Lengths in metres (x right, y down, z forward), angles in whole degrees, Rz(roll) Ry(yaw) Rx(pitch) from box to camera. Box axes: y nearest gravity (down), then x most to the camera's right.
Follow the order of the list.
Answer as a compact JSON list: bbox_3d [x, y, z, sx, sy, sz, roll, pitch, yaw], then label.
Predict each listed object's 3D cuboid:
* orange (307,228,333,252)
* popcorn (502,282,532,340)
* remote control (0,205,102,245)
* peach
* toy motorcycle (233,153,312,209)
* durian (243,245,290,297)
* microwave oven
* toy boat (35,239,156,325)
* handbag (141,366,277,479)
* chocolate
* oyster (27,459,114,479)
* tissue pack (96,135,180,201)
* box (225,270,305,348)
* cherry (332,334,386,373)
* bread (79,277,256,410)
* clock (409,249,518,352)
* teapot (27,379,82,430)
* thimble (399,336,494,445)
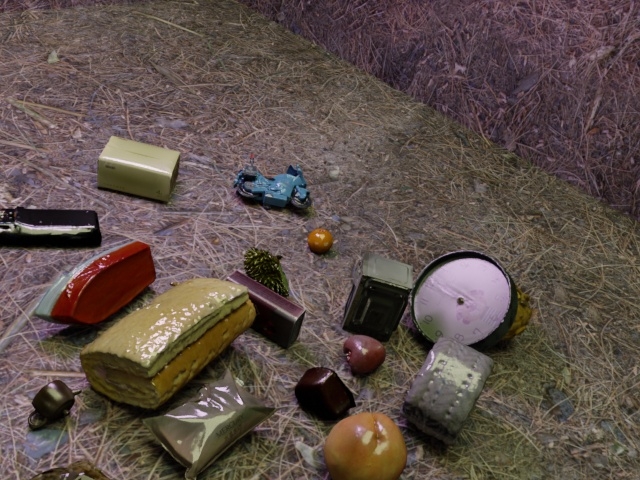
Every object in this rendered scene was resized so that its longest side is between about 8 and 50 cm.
[{"bbox_3d":[0.000,0.000,2.144,0.083,0.070,0.083,11,31,-6],"label":"orange"},{"bbox_3d":[0.504,0.189,2.011,0.250,0.190,0.250,4,19,-1],"label":"popcorn"},{"bbox_3d":[-0.808,-0.046,1.836,0.398,0.062,0.145,0,37,-25],"label":"remote control"},{"bbox_3d":[0.100,0.457,1.453,0.184,0.184,0.184,12,34,-9],"label":"peach"},{"bbox_3d":[-0.160,-0.194,2.303,0.272,0.124,0.182,11,45,-12],"label":"toy motorcycle"},{"bbox_3d":[-0.155,0.103,1.831,0.137,0.221,0.095,12,53,13],"label":"durian"},{"bbox_3d":[0.158,0.162,1.868,0.163,0.205,0.129,17,34,0],"label":"microwave oven"},{"bbox_3d":[-0.564,0.110,1.672,0.133,0.145,0.332,6,26,25],"label":"toy boat"},{"bbox_3d":[-0.240,0.384,1.447,0.182,0.117,0.270,39,42,19],"label":"handbag"},{"bbox_3d":[0.008,0.369,1.596,0.148,0.125,0.080,33,53,14],"label":"chocolate"},{"bbox_3d":[-0.478,0.490,1.218,0.294,0.094,0.166,-12,52,-28],"label":"oyster"},{"bbox_3d":[-0.579,-0.230,2.146,0.234,0.125,0.159,13,34,-7],"label":"tissue pack"},{"bbox_3d":[-0.155,0.181,1.773,0.224,0.120,0.069,30,39,15],"label":"box"},{"bbox_3d":[0.113,0.293,1.766,0.126,0.087,0.106,-20,54,-39],"label":"cherry"},{"bbox_3d":[-0.348,0.217,1.567,0.236,0.165,0.375,5,26,32],"label":"bread"},{"bbox_3d":[0.402,0.172,1.912,0.313,0.312,0.061,52,5,40],"label":"clock"},{"bbox_3d":[-0.554,0.345,1.398,0.068,0.076,0.121,39,65,14],"label":"teapot"},{"bbox_3d":[0.312,0.365,1.655,0.157,0.217,0.245,26,50,18],"label":"thimble"}]
